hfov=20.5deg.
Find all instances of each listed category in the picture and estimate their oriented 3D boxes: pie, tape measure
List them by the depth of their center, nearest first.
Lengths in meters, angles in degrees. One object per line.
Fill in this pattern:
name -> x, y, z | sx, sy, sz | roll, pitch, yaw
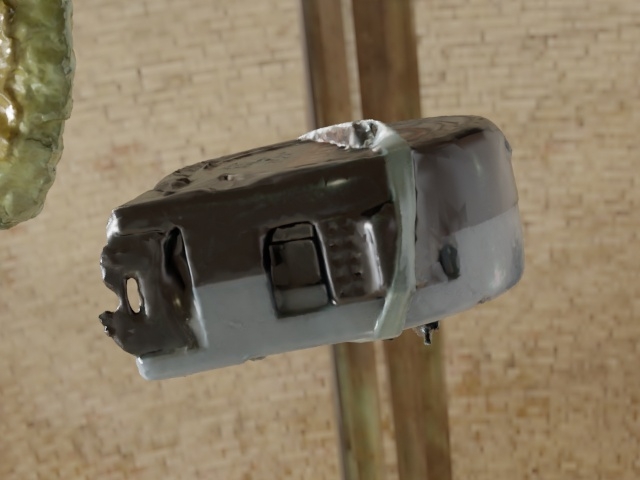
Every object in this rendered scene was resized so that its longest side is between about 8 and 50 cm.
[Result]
tape measure -> 0.005, -0.001, 0.835 | 0.181, 0.107, 0.182 | -8, -172, 11
pie -> -0.266, -0.155, 1.178 | 0.306, 0.306, 0.071 | 21, -152, 28
